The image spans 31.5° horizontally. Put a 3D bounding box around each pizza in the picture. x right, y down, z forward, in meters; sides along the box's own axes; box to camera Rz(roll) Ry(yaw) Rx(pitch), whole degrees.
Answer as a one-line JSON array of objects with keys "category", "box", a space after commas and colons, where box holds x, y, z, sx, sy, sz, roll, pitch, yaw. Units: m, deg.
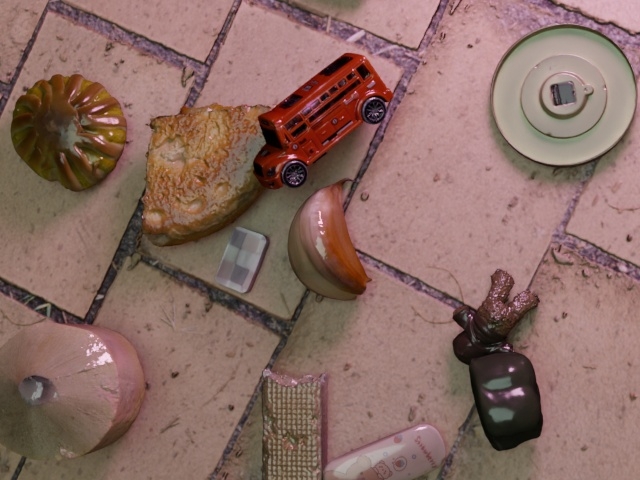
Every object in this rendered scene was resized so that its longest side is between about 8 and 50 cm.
[{"category": "pizza", "box": [-0.196, -0.137, 1.929, 0.335, 0.086, 0.226, -45, 81, 6]}]

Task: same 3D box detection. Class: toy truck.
[{"category": "toy truck", "box": [-0.012, -0.192, 1.838, 0.252, 0.107, 0.114, -38, 114, -10]}]

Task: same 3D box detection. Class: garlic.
[{"category": "garlic", "box": [0.001, -0.002, 1.862, 0.128, 0.115, 0.207, -10, 81, 18]}]

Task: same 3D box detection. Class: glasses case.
[{"category": "glasses case", "box": [0.103, 0.360, 1.828, 0.204, 0.051, 0.081, -24, 88, -2]}]

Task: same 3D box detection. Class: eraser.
[{"category": "eraser", "box": [-0.133, 0.033, 1.933, 0.065, 0.026, 0.105, 20, 91, 16]}]

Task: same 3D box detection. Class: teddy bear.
[{"category": "teddy bear", "box": [0.273, 0.131, 1.806, 0.119, 0.078, 0.160, 37, 93, 9]}]

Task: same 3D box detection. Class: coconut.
[{"category": "coconut", "box": [-0.423, 0.245, 1.873, 0.239, 0.244, 0.239, -1, 86, 14]}]

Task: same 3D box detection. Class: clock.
[{"category": "clock", "box": [0.391, -0.234, 1.831, 0.235, 0.029, 0.235, -1, 85, 13]}]

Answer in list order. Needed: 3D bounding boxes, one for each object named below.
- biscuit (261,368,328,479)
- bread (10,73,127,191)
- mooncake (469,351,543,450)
[{"category": "biscuit", "box": [-0.043, 0.332, 1.872, 0.108, 0.062, 0.239, -1, 85, 13]}, {"category": "bread", "box": [-0.442, -0.194, 1.985, 0.213, 0.105, 0.213, -2, 82, 12]}, {"category": "mooncake", "box": [0.288, 0.253, 1.742, 0.104, 0.175, 0.168, -8, 103, 7]}]
